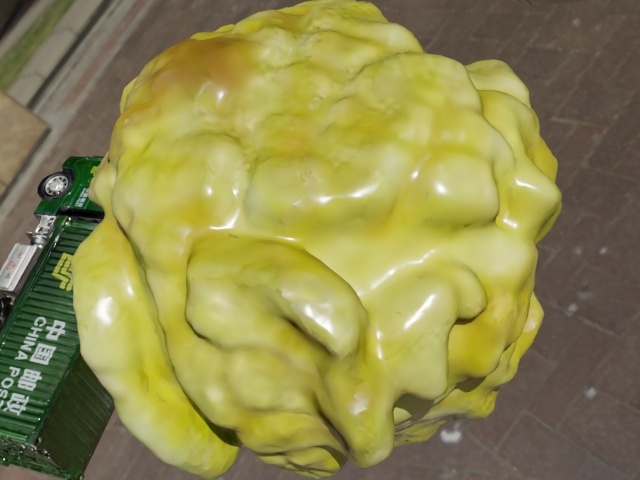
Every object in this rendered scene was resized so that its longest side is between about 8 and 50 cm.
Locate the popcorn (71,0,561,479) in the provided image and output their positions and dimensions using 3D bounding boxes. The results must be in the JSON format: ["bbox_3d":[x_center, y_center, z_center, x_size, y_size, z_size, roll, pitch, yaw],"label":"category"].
[{"bbox_3d":[-0.012,0.000,0.434,0.217,0.181,0.235,5,42,8],"label":"popcorn"}]

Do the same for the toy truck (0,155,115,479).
[{"bbox_3d":[-0.204,0.052,0.813,0.121,0.088,0.259,8,58,22],"label":"toy truck"}]

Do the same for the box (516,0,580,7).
[{"bbox_3d":[0.324,-0.312,1.150,0.247,0.129,0.033,2,83,33],"label":"box"}]
